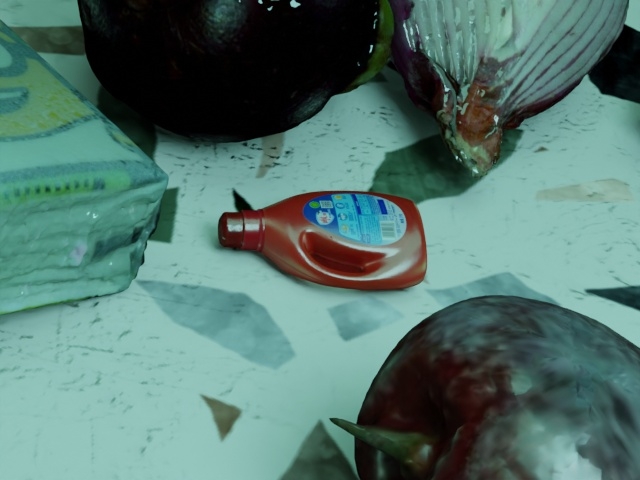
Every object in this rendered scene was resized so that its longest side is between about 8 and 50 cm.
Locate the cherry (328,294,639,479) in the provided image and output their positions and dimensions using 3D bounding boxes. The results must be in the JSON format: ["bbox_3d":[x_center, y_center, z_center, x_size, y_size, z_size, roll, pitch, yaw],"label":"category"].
[{"bbox_3d":[0.148,0.152,0.847,0.300,0.203,0.230,8,34,-23],"label":"cherry"}]

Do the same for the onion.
[{"bbox_3d":[0.137,-0.206,1.277,0.267,0.159,0.349,32,66,-19],"label":"onion"}]

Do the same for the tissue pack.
[{"bbox_3d":[-0.294,-0.081,0.985,0.311,0.128,0.228,42,30,27],"label":"tissue pack"}]

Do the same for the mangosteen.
[{"bbox_3d":[-0.068,-0.219,1.160,0.287,0.233,0.287,-10,24,4],"label":"mangosteen"}]

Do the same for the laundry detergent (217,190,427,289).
[{"bbox_3d":[0.000,0.000,1.083,0.165,0.049,0.097,1,47,-13],"label":"laundry detergent"}]
